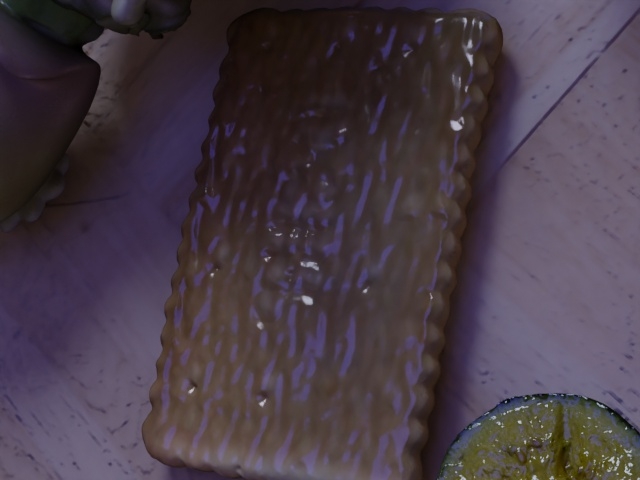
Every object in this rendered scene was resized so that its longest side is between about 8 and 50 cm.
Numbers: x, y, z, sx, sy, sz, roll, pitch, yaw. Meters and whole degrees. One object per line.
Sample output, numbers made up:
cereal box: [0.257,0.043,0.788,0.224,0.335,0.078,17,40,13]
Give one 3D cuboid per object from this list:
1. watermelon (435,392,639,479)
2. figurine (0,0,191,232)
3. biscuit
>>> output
watermelon: [0.102,0.122,0.593,0.105,0.062,0.105,-11,63,22]
figurine: [-0.123,-0.144,0.701,0.394,0.226,0.274,-51,27,17]
biscuit: [0.000,0.000,0.699,0.160,0.030,0.250,4,77,28]
